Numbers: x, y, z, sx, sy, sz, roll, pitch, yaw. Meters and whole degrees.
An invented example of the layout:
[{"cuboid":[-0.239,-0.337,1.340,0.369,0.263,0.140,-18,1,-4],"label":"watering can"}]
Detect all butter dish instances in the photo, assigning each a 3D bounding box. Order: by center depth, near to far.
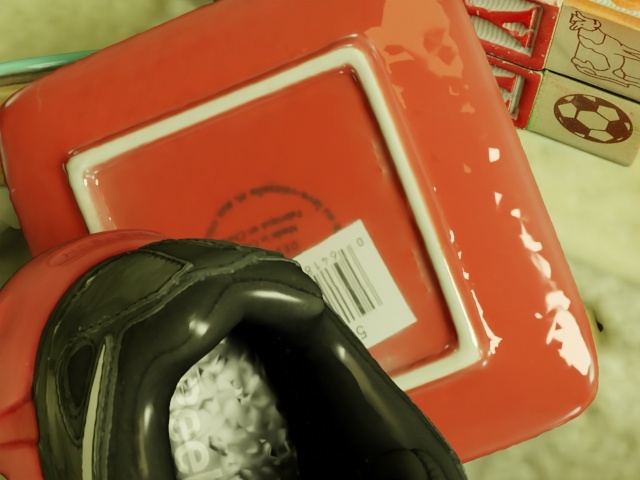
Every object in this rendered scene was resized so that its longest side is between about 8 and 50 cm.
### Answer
[{"cuboid":[0.000,0.000,0.627,0.160,0.118,0.160,-21,89,15],"label":"butter dish"}]

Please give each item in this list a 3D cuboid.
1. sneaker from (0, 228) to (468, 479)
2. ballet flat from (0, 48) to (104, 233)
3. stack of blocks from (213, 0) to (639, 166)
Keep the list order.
[{"cuboid":[-0.004,0.121,0.501,0.098,0.135,0.276,-18,88,-31],"label":"sneaker"},{"cuboid":[-0.163,-0.010,0.653,0.232,0.080,0.073,-11,84,-2],"label":"ballet flat"},{"cuboid":[0.093,-0.195,0.741,0.171,0.087,0.297,20,64,7],"label":"stack of blocks"}]
